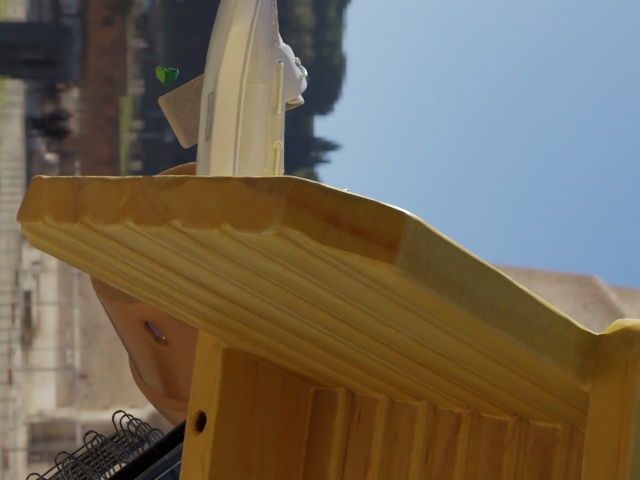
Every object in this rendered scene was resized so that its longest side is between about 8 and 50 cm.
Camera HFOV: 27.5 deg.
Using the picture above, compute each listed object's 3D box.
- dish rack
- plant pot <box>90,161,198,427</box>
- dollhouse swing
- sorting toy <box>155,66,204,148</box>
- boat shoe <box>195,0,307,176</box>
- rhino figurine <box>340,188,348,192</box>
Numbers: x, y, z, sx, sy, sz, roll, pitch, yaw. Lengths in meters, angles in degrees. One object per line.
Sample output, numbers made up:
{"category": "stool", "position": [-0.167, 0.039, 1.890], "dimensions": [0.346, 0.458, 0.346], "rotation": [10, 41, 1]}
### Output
{"category": "dish rack", "position": [-0.236, 0.252, 1.342], "dimensions": [0.271, 0.208, 0.074], "rotation": [7, -52, 60]}
{"category": "plant pot", "position": [-0.120, 0.049, 1.465], "dimensions": [0.203, 0.291, 0.290], "rotation": [53, 17, -41]}
{"category": "dollhouse swing", "position": [-0.001, 0.144, 0.724], "dimensions": [0.347, 0.305, 0.315], "rotation": [4, -95, 46]}
{"category": "sorting toy", "position": [-0.125, -0.139, 1.267], "dimensions": [0.083, 0.062, 0.012], "rotation": [63, -3, -19]}
{"category": "boat shoe", "position": [-0.041, -0.098, 0.865], "dimensions": [0.066, 0.063, 0.184], "rotation": [152, -56, -68]}
{"category": "rhino figurine", "position": [0.000, 0.000, 1.101], "dimensions": [0.243, 0.106, 0.073], "rotation": [-118, -164, -78]}
